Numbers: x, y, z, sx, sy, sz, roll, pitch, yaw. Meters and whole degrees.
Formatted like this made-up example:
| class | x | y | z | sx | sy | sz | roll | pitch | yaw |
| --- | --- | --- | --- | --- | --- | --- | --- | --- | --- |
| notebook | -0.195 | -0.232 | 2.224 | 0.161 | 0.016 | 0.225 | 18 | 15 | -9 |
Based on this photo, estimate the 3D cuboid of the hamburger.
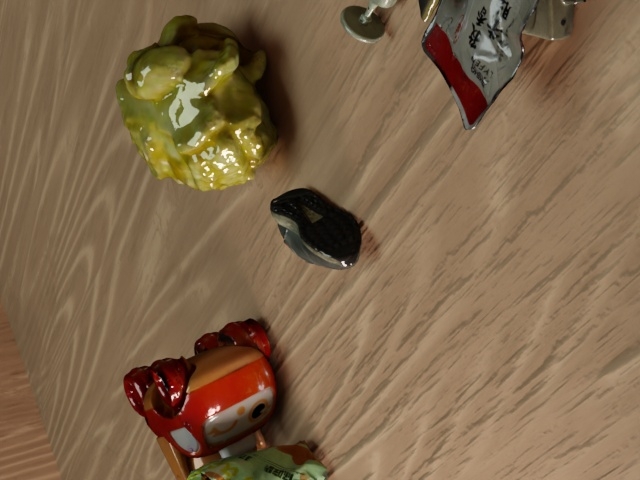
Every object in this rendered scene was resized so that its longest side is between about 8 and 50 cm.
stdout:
| class | x | y | z | sx | sy | sz | roll | pitch | yaw |
| --- | --- | --- | --- | --- | --- | --- | --- | --- | --- |
| hamburger | -0.103 | 0.390 | 1.964 | 0.235 | 0.214 | 0.125 | 100 | 158 | -49 |

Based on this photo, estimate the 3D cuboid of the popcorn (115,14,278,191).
| class | x | y | z | sx | sy | sz | roll | pitch | yaw |
| --- | --- | --- | --- | --- | --- | --- | --- | --- | --- |
| popcorn | -0.162 | -0.178 | 1.835 | 0.256 | 0.195 | 0.255 | 57 | 158 | 36 |

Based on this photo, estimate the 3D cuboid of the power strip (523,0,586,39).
| class | x | y | z | sx | sy | sz | roll | pitch | yaw |
| --- | --- | --- | --- | --- | --- | --- | --- | --- | --- |
| power strip | 0.174 | -0.241 | 1.288 | 0.227 | 0.029 | 0.080 | 30 | 128 | 56 |

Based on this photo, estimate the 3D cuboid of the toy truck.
| class | x | y | z | sx | sy | sz | roll | pitch | yaw |
| --- | --- | --- | --- | --- | --- | --- | --- | --- | --- |
| toy truck | -0.156 | 0.264 | 2.045 | 0.239 | 0.189 | 0.265 | 64 | 152 | 1 |

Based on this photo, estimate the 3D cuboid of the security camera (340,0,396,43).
| class | x | y | z | sx | sy | sz | roll | pitch | yaw |
| --- | --- | --- | --- | --- | --- | --- | --- | --- | --- |
| security camera | 0.064 | -0.267 | 1.491 | 0.092 | 0.058 | 0.058 | -54 | 53 | 42 |

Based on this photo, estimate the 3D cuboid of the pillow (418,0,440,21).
| class | x | y | z | sx | sy | sz | roll | pitch | yaw |
| --- | --- | --- | --- | --- | --- | --- | --- | --- | --- |
| pillow | 0.130 | -0.344 | 1.249 | 0.208 | 0.052 | 0.212 | 121 | 153 | -57 |

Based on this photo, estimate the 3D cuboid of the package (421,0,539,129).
| class | x | y | z | sx | sy | sz | roll | pitch | yaw |
| --- | --- | --- | --- | --- | --- | --- | --- | --- | --- |
| package | 0.163 | -0.229 | 1.225 | 0.154 | 0.030 | 0.239 | -107 | 32 | -46 |

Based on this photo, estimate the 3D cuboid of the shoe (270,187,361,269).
| class | x | y | z | sx | sy | sz | roll | pitch | yaw |
| --- | --- | --- | --- | --- | --- | --- | --- | --- | --- |
| shoe | 0.001 | 0.001 | 1.724 | 0.194 | 0.074 | 0.077 | 41 | 149 | 54 |
